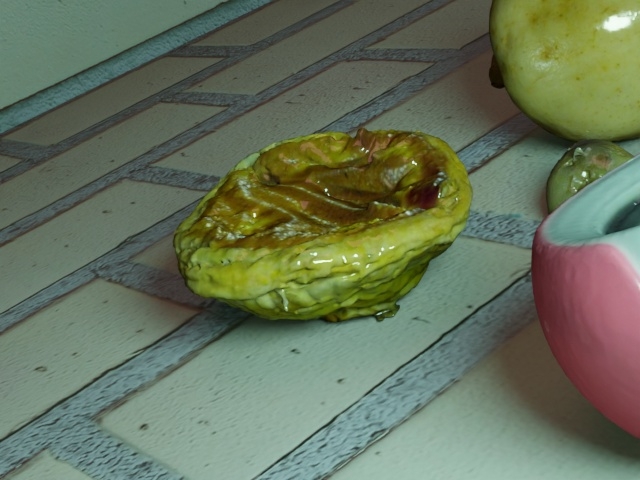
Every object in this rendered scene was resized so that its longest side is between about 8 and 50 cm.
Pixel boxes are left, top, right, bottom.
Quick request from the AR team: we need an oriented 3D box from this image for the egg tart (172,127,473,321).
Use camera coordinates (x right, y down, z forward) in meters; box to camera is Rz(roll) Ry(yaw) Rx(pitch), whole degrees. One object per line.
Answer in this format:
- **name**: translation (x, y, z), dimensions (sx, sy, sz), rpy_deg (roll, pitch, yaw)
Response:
- **egg tart**: translation (0.000, 0.000, 1.265), dimensions (0.352, 0.153, 0.339), rpy_deg (-12, 24, 16)

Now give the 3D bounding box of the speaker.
- **speaker**: translation (0.294, 0.022, 0.841), dimensions (0.294, 0.294, 0.294), rpy_deg (-16, 23, 7)

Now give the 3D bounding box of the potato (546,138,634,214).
- **potato**: translation (0.283, -0.070, 1.283), dimensions (0.101, 0.089, 0.172), rpy_deg (-28, 25, -13)

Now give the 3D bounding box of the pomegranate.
- **pomegranate**: translation (0.353, -0.257, 1.411), dimensions (0.307, 0.307, 0.307), rpy_deg (-16, 23, 7)
